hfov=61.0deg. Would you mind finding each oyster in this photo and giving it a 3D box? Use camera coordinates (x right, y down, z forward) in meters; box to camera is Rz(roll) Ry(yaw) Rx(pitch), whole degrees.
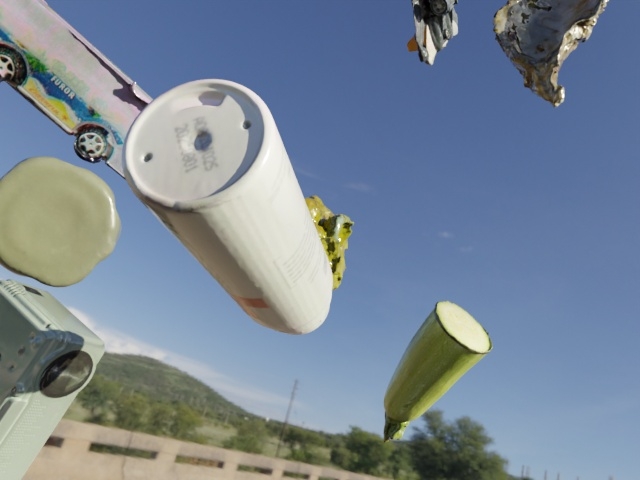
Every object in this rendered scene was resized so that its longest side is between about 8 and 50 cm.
[{"bbox_3d":[0.469,-0.440,1.140,0.204,0.396,0.111,19,-25,31],"label":"oyster"}]

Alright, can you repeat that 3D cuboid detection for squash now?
[{"bbox_3d":[0.143,0.199,0.758,0.094,0.224,0.094,25,22,-11],"label":"squash"}]

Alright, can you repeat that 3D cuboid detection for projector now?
[{"bbox_3d":[-0.446,0.204,0.757,0.192,0.256,0.099,28,-8,30],"label":"projector"}]

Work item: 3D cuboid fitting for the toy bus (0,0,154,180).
[{"bbox_3d":[-0.360,-0.226,0.794,0.317,0.138,0.112,41,4,-18],"label":"toy bus"}]

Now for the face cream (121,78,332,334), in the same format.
[{"bbox_3d":[-0.049,0.009,0.476,0.102,0.101,0.345,10,-23,13],"label":"face cream"}]

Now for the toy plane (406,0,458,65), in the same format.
[{"bbox_3d":[0.200,-0.509,1.008,0.103,0.204,0.316,10,-46,30],"label":"toy plane"}]

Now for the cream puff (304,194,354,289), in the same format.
[{"bbox_3d":[0.001,0.001,1.415,0.185,0.281,0.282,-30,-40,19],"label":"cream puff"}]

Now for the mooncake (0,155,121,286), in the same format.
[{"bbox_3d":[-0.559,-0.039,1.145,0.275,0.274,0.135,23,-10,-18],"label":"mooncake"}]
